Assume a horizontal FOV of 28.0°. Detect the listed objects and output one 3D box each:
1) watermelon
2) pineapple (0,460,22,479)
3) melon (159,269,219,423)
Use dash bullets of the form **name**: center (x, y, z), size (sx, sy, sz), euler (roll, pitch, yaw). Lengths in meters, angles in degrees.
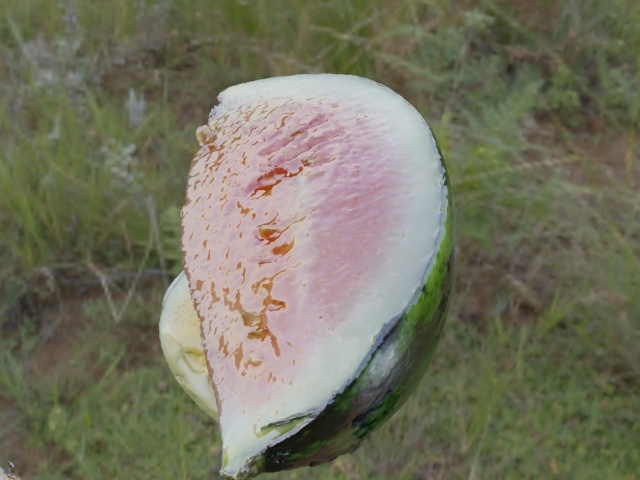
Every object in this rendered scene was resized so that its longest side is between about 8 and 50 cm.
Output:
- **watermelon**: center (-0.002, -0.004, 0.548), size (0.119, 0.063, 0.245), euler (-8, 44, 2)
- **pineapple**: center (-0.255, 0.282, 1.035), size (0.047, 0.221, 0.221), euler (0, 38, -31)
- **melon**: center (-0.062, 0.057, 1.004), size (0.128, 0.160, 0.079), euler (30, 1, -15)
